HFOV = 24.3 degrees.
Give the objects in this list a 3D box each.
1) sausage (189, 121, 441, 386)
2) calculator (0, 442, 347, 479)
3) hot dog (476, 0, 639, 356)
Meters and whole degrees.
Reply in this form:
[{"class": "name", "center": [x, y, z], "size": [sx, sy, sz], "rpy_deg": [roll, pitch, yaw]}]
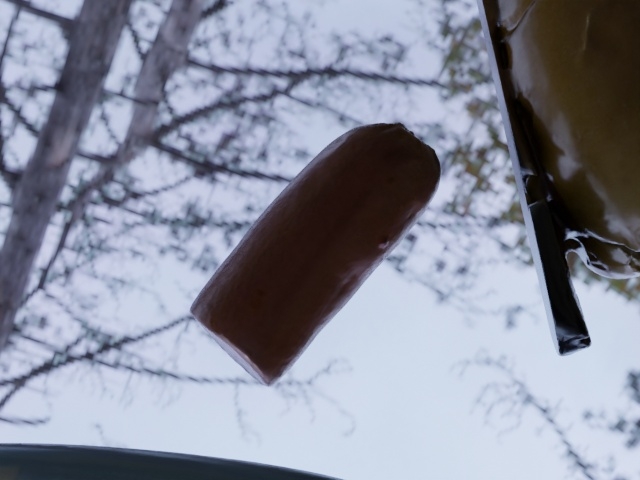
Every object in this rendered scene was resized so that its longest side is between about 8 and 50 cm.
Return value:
[{"class": "sausage", "center": [0.000, 0.000, 1.306], "size": [0.113, 0.113, 0.259], "rpy_deg": [38, -98, 16]}, {"class": "calculator", "center": [-0.048, 0.139, 0.477], "size": [0.302, 0.188, 0.042], "rpy_deg": [5, -143, 3]}, {"class": "hot dog", "center": [0.140, -0.111, 0.774], "size": [0.107, 0.194, 0.326], "rpy_deg": [-13, -94, 7]}]
